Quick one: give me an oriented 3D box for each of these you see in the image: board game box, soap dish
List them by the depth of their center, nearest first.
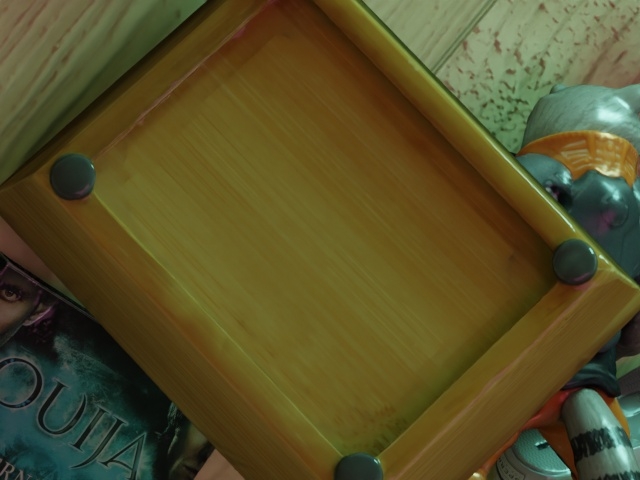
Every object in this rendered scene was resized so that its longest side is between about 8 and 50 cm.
[{"bbox_3d":[0.000,0.000,1.011,0.229,0.118,0.291,-43,83,-9],"label":"soap dish"},{"bbox_3d":[-0.150,0.104,1.099,0.186,0.026,0.126,36,88,-33],"label":"board game box"}]

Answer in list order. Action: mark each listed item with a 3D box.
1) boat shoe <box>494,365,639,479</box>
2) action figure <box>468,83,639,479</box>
[{"bbox_3d":[0.208,0.138,1.292,0.226,0.083,0.076,-8,138,-25],"label":"boat shoe"},{"bbox_3d":[0.180,0.064,1.149,0.341,0.178,0.330,3,82,-27],"label":"action figure"}]
